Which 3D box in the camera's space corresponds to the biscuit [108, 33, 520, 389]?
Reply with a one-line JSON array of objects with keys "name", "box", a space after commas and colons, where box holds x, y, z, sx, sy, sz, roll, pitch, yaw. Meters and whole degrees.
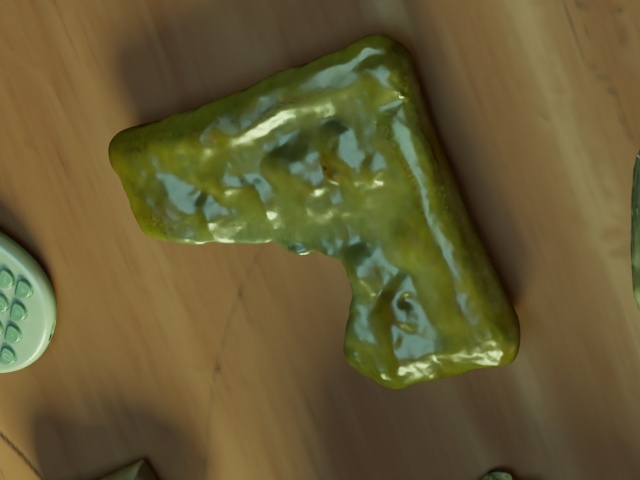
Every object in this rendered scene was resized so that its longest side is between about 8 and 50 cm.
[{"name": "biscuit", "box": [0.000, 0.000, 0.996, 0.174, 0.039, 0.183, -22, 100, 26]}]

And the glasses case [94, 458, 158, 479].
[{"name": "glasses case", "box": [-0.081, 0.220, 1.100, 0.102, 0.070, 0.193, -27, 99, 27]}]

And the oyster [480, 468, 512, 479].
[{"name": "oyster", "box": [0.087, 0.163, 1.033, 0.051, 0.034, 0.093, 25, 122, 19]}]

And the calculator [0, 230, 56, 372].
[{"name": "calculator", "box": [-0.217, 0.021, 1.101, 0.153, 0.021, 0.095, 23, 117, 11]}]

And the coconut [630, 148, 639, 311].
[{"name": "coconut", "box": [0.259, -0.016, 0.784, 0.245, 0.247, 0.245, 34, 144, 29]}]
